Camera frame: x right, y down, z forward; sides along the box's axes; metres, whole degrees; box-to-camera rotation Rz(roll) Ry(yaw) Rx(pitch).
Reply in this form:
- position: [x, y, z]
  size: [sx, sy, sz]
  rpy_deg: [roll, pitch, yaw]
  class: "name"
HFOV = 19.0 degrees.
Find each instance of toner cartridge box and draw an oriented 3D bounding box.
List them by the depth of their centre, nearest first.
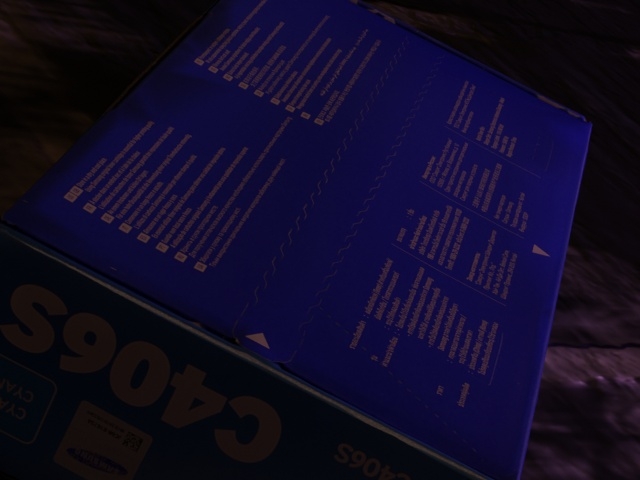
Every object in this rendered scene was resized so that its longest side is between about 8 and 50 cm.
- position: [0.000, 0.000, 0.688]
  size: [0.165, 0.075, 0.348]
  rpy_deg: [27, 24, 1]
  class: "toner cartridge box"
